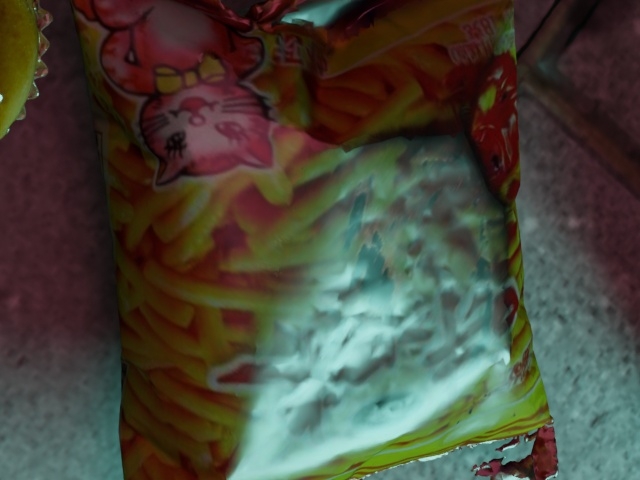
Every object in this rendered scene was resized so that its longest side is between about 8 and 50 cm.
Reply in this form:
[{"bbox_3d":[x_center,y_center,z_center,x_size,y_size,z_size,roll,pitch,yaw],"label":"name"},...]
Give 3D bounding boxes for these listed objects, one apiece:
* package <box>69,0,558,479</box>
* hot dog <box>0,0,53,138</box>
[{"bbox_3d":[0.006,0.000,0.606,0.223,0.108,0.288,-11,110,-26],"label":"package"},{"bbox_3d":[-0.204,-0.126,0.503,0.131,0.069,0.253,-35,109,7],"label":"hot dog"}]
